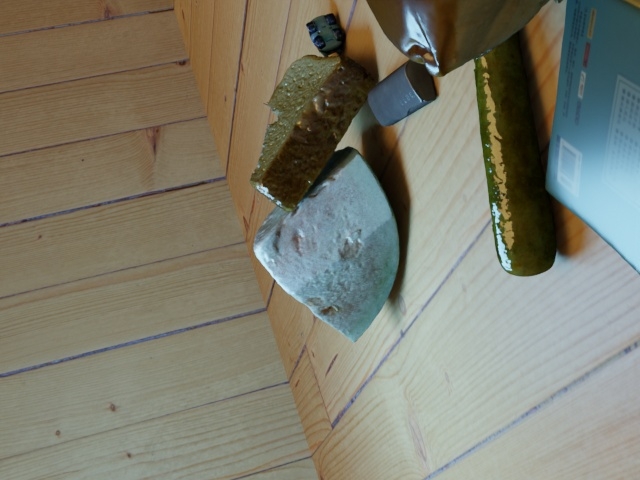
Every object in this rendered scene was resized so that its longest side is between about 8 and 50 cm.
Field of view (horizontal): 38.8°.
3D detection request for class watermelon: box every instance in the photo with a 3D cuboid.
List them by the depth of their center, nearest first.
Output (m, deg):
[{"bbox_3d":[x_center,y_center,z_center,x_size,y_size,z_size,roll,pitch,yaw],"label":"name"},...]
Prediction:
[{"bbox_3d":[0.000,0.000,1.630,0.228,0.258,0.387,-125,31,-48],"label":"watermelon"}]

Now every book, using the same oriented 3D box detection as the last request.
[{"bbox_3d":[0.322,-0.066,0.822,0.379,0.031,0.264,-123,24,-51],"label":"book"}]

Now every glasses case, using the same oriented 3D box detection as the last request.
[{"bbox_3d":[0.124,-0.227,1.406,0.190,0.042,0.072,164,85,-75],"label":"glasses case"}]

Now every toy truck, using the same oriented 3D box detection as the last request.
[{"bbox_3d":[0.010,-0.371,1.682,0.090,0.056,0.073,82,165,-73],"label":"toy truck"}]

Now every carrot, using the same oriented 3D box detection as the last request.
[{"bbox_3d":[0.222,-0.134,1.069,0.074,0.074,0.358,-169,69,-74],"label":"carrot"}]

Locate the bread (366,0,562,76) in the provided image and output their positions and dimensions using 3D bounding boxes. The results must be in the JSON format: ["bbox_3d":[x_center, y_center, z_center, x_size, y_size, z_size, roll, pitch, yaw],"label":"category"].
[{"bbox_3d":[0.146,-0.318,0.874,0.279,0.225,0.250,97,156,-50],"label":"bread"}]

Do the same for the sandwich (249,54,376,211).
[{"bbox_3d":[-0.037,-0.197,1.620,0.100,0.288,0.254,34,175,-25],"label":"sandwich"}]
